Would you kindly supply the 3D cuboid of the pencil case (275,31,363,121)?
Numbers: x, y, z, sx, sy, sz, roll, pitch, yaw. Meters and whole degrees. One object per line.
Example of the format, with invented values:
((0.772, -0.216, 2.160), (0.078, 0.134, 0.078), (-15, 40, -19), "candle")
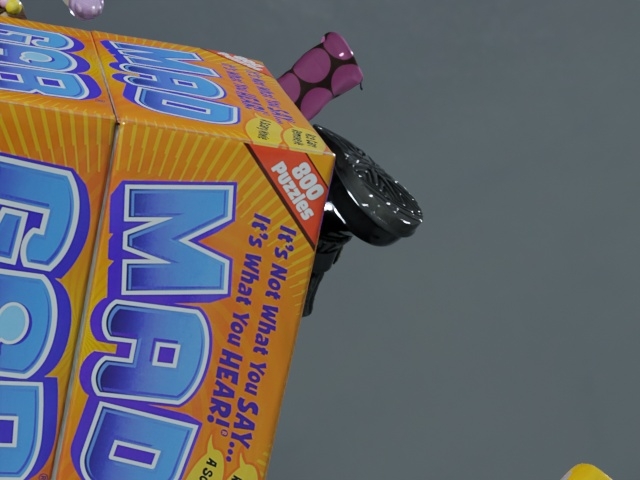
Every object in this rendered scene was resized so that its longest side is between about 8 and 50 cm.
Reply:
((-0.042, -0.186, 2.073), (0.209, 0.095, 0.098), (-37, 22, -13), "pencil case")

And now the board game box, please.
((-0.226, 0.016, 1.396), (0.356, 0.356, 0.356), (8, 17, -14), "board game box")

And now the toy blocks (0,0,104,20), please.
((-0.425, -0.276, 2.190), (0.309, 0.289, 0.260), (-59, 39, 6), "toy blocks")

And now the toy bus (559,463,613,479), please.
((0.170, 0.366, 1.421), (0.333, 0.108, 0.130), (-45, -10, -27), "toy bus")

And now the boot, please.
((0.003, 0.002, 2.218), (0.260, 0.131, 0.348), (-57, 22, 9), "boot")
